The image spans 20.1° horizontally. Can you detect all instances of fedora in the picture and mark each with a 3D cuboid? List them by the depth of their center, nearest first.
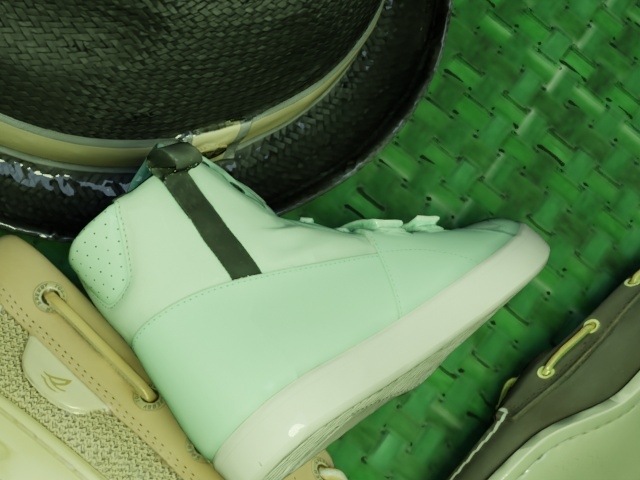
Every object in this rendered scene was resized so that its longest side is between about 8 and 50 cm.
[{"bbox_3d":[-0.078,-0.157,0.821,0.334,0.152,0.334,4,75,-17],"label":"fedora"}]

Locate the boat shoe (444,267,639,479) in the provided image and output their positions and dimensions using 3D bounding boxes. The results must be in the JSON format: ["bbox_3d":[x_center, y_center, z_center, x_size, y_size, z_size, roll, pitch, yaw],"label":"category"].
[{"bbox_3d":[0.128,0.086,0.874,0.228,0.069,0.081,-37,129,-18],"label":"boat shoe"}]

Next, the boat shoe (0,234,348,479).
[{"bbox_3d":[-0.033,0.129,0.781,0.341,0.121,0.110,39,69,-4],"label":"boat shoe"}]

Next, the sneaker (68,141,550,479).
[{"bbox_3d":[0.000,0.000,0.804,0.151,0.094,0.256,49,33,11],"label":"sneaker"}]
